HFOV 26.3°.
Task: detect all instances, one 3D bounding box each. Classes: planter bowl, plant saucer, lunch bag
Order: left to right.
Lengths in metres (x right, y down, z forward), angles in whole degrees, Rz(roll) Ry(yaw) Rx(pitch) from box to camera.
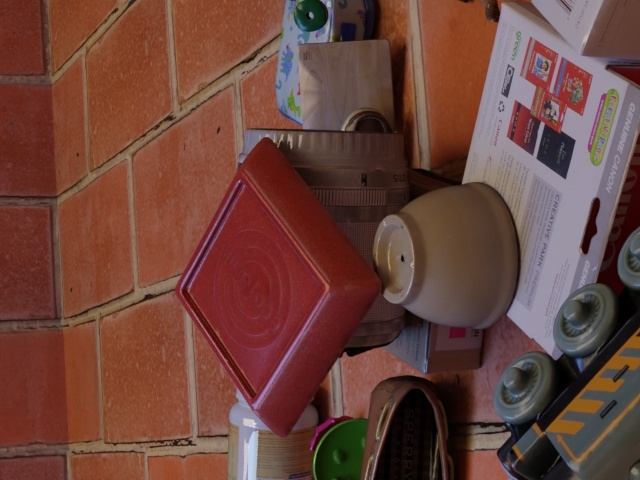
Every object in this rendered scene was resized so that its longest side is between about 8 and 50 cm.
[{"bbox_3d":[-0.069,0.056,1.592,0.258,0.048,0.259,53,128,31],"label":"plant saucer"},{"bbox_3d":[0.006,-0.275,2.052,0.176,0.090,0.218,-147,61,-61],"label":"lunch bag"},{"bbox_3d":[0.124,0.019,1.482,0.162,0.109,0.162,177,90,-66],"label":"planter bowl"}]

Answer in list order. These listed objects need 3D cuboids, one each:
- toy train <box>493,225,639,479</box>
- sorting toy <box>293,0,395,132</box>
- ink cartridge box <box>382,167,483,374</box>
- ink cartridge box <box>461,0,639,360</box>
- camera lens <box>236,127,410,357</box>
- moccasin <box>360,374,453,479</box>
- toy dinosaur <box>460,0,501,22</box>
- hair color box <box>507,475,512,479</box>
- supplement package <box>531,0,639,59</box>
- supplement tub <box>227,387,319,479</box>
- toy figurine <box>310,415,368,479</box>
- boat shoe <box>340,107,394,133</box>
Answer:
[{"bbox_3d":[0.299,0.122,1.261,0.334,0.142,0.190,-49,28,11],"label":"toy train"},{"bbox_3d":[0.040,-0.209,1.948,0.046,0.132,0.274,-47,-46,-73],"label":"sorting toy"},{"bbox_3d":[0.136,0.035,1.784,0.193,0.088,0.234,28,115,60],"label":"ink cartridge box"},{"bbox_3d":[0.274,-0.060,1.436,0.272,0.130,0.309,-130,45,-54],"label":"ink cartridge box"},{"bbox_3d":[0.000,0.000,1.711,0.219,0.219,0.274,-167,77,-64],"label":"camera lens"},{"bbox_3d":[0.117,0.367,1.776,0.147,0.139,0.379,155,123,-86],"label":"moccasin"},{"bbox_3d":[0.180,-0.387,1.658,0.295,0.127,0.200,-113,40,-70],"label":"toy dinosaur"},{"bbox_3d":[0.334,0.316,1.338,0.374,0.114,0.185,160,107,-64],"label":"hair color box"},{"bbox_3d":[0.312,-0.238,1.292,0.105,0.179,0.105,-119,37,-46],"label":"supplement package"},{"bbox_3d":[-0.075,0.327,2.177,0.144,0.144,0.199,-164,76,-64],"label":"supplement tub"},{"bbox_3d":[0.046,0.323,2.000,0.159,0.130,0.173,-149,36,-76],"label":"toy figurine"},{"bbox_3d":[0.079,-0.053,1.896,0.095,0.095,0.257,-129,31,-72],"label":"boat shoe"}]
